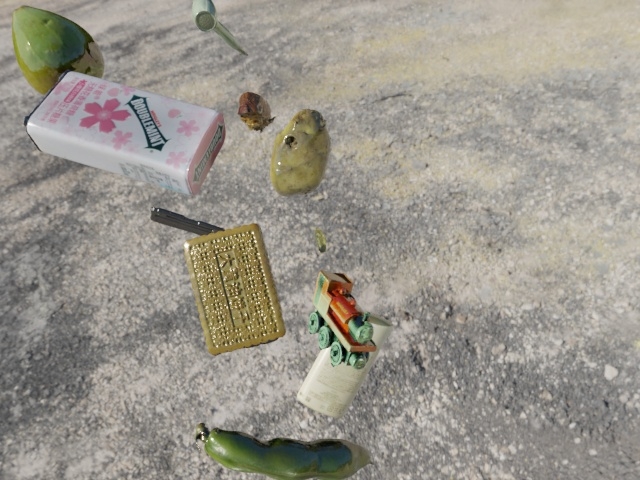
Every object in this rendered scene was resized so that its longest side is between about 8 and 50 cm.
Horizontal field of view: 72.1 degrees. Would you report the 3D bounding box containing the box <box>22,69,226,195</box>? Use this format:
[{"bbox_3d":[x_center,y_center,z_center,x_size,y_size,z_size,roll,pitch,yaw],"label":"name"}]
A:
[{"bbox_3d":[-0.412,-0.236,0.944,0.369,0.112,0.190,16,60,2],"label":"box"}]

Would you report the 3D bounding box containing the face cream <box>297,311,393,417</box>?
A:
[{"bbox_3d":[0.077,0.379,1.379,0.173,0.349,0.081,26,6,-13],"label":"face cream"}]

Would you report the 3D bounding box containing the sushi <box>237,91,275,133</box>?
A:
[{"bbox_3d":[-0.114,-0.218,0.765,0.061,0.060,0.118,2,2,19],"label":"sushi"}]

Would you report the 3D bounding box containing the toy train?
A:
[{"bbox_3d":[0.038,0.137,0.760,0.074,0.119,0.176,7,19,-26],"label":"toy train"}]

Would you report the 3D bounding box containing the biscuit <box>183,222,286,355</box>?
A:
[{"bbox_3d":[-0.180,0.103,0.916,0.172,0.255,0.029,-15,-1,-2],"label":"biscuit"}]

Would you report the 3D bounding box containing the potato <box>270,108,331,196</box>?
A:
[{"bbox_3d":[-0.062,-0.279,1.427,0.191,0.296,0.141,6,29,-27],"label":"potato"}]

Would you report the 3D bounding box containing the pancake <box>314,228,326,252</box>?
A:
[{"bbox_3d":[0.000,0.001,1.815,0.017,0.108,0.108,-13,39,-19],"label":"pancake"}]

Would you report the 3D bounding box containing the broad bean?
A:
[{"bbox_3d":[-0.037,0.281,0.571,0.254,0.047,0.065,17,15,-20],"label":"broad bean"}]

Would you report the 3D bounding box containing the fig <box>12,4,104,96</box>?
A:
[{"bbox_3d":[-0.690,-0.496,1.166,0.207,0.230,0.207,-6,14,2],"label":"fig"}]

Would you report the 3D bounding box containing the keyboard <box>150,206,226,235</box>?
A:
[{"bbox_3d":[-0.436,-0.051,1.470,0.262,0.106,0.016,18,65,-14],"label":"keyboard"}]

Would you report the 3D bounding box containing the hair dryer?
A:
[{"bbox_3d":[-0.313,-0.684,1.399,0.075,0.237,0.207,-30,52,19],"label":"hair dryer"}]
